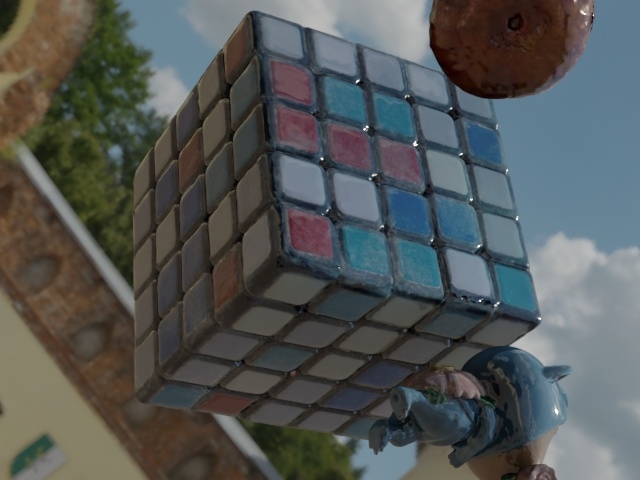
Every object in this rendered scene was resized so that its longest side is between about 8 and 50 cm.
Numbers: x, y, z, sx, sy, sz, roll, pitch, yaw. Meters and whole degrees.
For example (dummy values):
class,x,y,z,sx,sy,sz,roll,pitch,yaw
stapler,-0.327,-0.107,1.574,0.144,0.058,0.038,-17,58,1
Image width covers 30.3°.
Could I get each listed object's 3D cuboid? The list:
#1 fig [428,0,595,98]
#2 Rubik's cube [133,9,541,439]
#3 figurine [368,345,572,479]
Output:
class,x,y,z,sx,sy,sz,roll,pitch,yaw
fig,0.151,-0.181,0.904,0.128,0.150,0.128,21,-34,15
Rubik's cube,0.000,0.000,1.157,0.293,0.292,0.286,-46,-140,45
figurine,0.128,0.160,0.970,0.114,0.178,0.144,-45,-128,47
